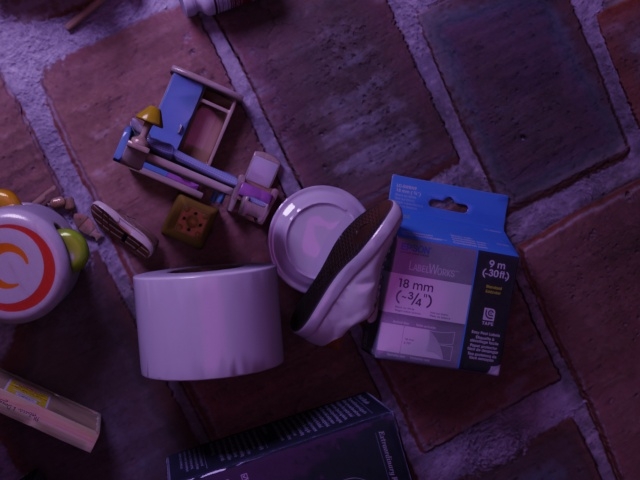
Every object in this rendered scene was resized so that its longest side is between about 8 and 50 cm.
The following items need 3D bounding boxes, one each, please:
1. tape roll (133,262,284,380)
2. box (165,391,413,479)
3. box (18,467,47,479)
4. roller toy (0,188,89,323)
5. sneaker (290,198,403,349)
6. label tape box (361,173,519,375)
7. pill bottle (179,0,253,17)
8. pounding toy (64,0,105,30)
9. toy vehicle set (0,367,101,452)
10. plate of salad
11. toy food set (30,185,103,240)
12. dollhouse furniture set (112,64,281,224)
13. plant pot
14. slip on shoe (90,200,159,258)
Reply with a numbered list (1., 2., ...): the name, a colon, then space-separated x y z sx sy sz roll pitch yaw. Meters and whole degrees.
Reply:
1. tape roll: -0.188 0.131 1.710 0.246 0.246 0.169 -5 94 -10
2. box: -0.038 0.473 1.766 0.395 0.212 0.294 -16 94 -9
3. box: -0.486 0.504 1.665 0.142 0.247 0.163 -33 98 -7
4. roller toy: -0.505 0.033 1.697 0.209 0.146 0.191 28 96 -6
5. sneaker: 0.072 0.064 1.792 0.123 0.106 0.290 31 100 -25
6. label tape box: 0.226 0.062 1.854 0.240 0.106 0.334 9 90 -11
7. pill bottle: -0.173 -0.445 1.773 0.152 0.086 0.086 -21 96 -9
8. pounding toy: -0.444 -0.439 1.688 0.269 0.154 0.155 -3 92 -10
9. toy vehicle set: -0.495 0.267 1.696 0.266 0.166 0.035 27 86 -10
10. plate of salad: 0.000 0.000 1.838 0.199 0.048 0.200 -1 94 -14
11. toy food set: -0.447 -0.033 1.771 0.078 0.019 0.122 -39 106 -7
12. dollhouse furniture set: -0.171 -0.166 1.673 0.286 0.303 0.198 23 89 -10
13. plant pot: -0.226 -0.033 1.778 0.081 0.083 0.081 24 88 -11
14. slip on shoe: -0.342 -0.025 1.781 0.135 0.051 0.041 37 45 -2
